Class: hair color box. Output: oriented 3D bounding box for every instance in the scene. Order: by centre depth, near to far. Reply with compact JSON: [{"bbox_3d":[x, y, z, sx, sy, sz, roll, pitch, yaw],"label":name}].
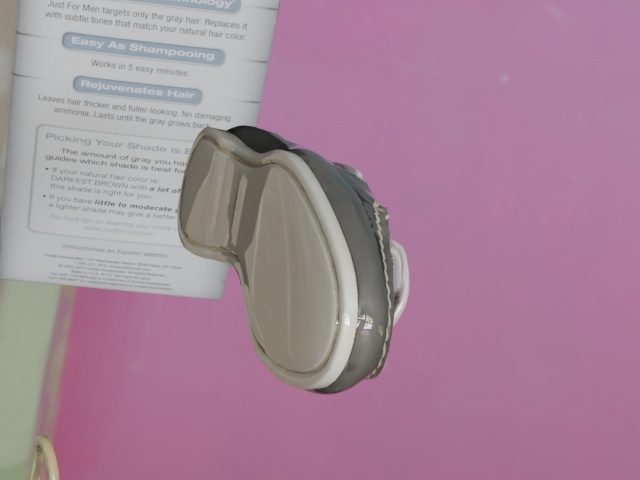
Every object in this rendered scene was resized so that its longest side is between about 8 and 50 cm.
[{"bbox_3d":[-0.141,-0.129,1.319,0.185,0.113,0.374,6,133,-9],"label":"hair color box"}]

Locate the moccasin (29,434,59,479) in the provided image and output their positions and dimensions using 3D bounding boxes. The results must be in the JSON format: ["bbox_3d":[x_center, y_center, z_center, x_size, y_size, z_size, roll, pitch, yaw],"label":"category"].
[{"bbox_3d":[-0.111,0.182,0.818,0.380,0.139,0.147,-5,-151,9],"label":"moccasin"}]

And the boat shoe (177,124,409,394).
[{"bbox_3d":[0.000,0.000,0.975,0.096,0.112,0.335,7,-167,-18],"label":"boat shoe"}]
